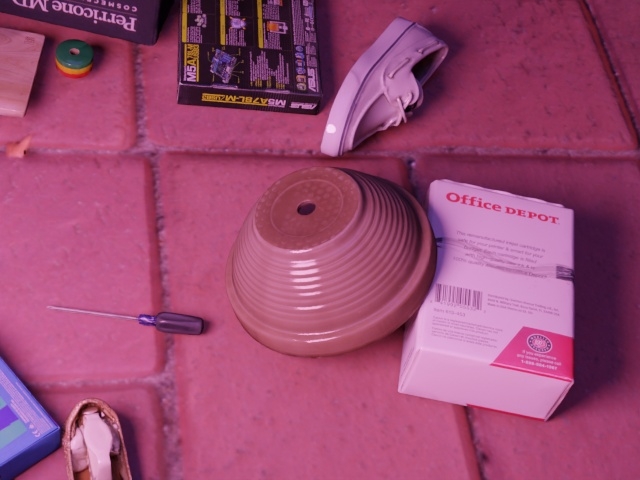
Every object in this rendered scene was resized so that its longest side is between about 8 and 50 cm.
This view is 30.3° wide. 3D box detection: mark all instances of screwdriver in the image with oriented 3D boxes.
[{"bbox_3d":[-0.210,0.081,1.276,0.170,0.024,0.025,9,22,2],"label":"screwdriver"}]

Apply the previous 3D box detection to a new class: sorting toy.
[{"bbox_3d":[-0.418,-0.199,1.421,0.274,0.046,0.132,8,52,-7],"label":"sorting toy"}]

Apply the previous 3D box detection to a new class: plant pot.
[{"bbox_3d":[0.000,0.000,1.268,0.237,0.110,0.237,-10,50,12],"label":"plant pot"}]

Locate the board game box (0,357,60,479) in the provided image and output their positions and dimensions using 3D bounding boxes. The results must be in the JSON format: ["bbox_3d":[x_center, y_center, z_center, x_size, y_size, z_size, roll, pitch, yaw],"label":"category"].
[{"bbox_3d":[-0.382,0.189,1.130,0.210,0.047,0.160,-32,66,-31],"label":"board game box"}]

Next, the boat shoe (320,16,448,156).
[{"bbox_3d":[0.087,-0.188,1.506,0.088,0.096,0.267,24,43,12],"label":"boat shoe"}]

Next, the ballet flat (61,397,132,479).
[{"bbox_3d":[-0.207,0.239,1.120,0.073,0.067,0.206,-10,57,-21],"label":"ballet flat"}]

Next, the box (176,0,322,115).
[{"bbox_3d":[-0.094,-0.251,1.539,0.184,0.045,0.190,2,54,-9],"label":"box"}]

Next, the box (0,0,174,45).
[{"bbox_3d":[-0.378,-0.547,1.415,0.480,0.472,0.297,12,47,-4],"label":"box"}]

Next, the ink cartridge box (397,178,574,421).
[{"bbox_3d":[0.188,0.063,1.325,0.172,0.100,0.237,12,52,-4],"label":"ink cartridge box"}]
